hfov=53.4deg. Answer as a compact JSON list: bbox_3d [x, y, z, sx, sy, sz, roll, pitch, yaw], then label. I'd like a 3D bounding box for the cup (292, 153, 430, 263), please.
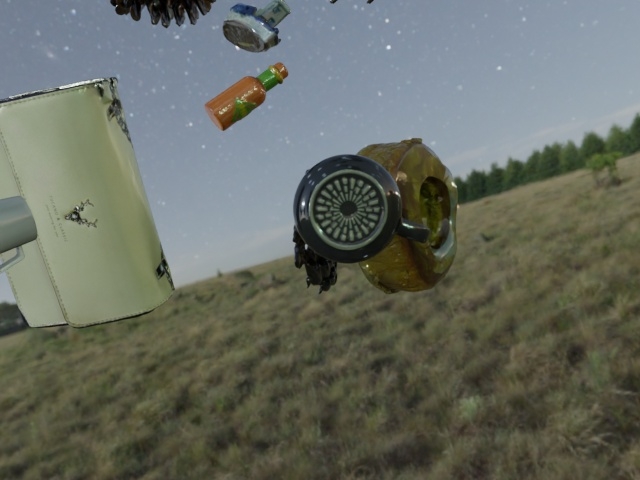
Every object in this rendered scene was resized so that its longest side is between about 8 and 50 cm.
[{"bbox_3d":[0.064,-0.041,1.035,0.223,0.169,0.176,20,0,-4],"label":"cup"}]

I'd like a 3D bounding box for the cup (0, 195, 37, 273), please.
[{"bbox_3d":[-0.420,0.003,0.795,0.116,0.104,0.074,-23,25,-38],"label":"cup"}]

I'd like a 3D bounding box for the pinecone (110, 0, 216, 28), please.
[{"bbox_3d":[-0.384,-0.641,1.554,0.292,0.246,0.246,19,4,8],"label":"pinecone"}]

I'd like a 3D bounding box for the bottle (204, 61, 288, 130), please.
[{"bbox_3d":[-0.148,-0.304,1.313,0.187,0.069,0.069,-39,3,-10],"label":"bottle"}]

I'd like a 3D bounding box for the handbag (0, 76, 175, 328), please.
[{"bbox_3d":[-0.386,-0.055,0.996,0.236,0.358,0.160,-8,19,11],"label":"handbag"}]

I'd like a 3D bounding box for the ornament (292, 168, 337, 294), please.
[{"bbox_3d":[0.000,0.000,1.310,0.106,0.251,0.260,1,38,11],"label":"ornament"}]

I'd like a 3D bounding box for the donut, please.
[{"bbox_3d":[0.186,-0.053,1.315,0.160,0.330,0.330,-5,5,32],"label":"donut"}]

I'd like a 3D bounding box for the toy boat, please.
[{"bbox_3d":[-0.149,-0.517,1.503,0.115,0.114,0.262,-50,37,-10],"label":"toy boat"}]

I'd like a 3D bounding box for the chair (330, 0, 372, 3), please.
[{"bbox_3d":[0.143,-0.541,1.069,0.325,0.160,0.170,-19,5,43],"label":"chair"}]
